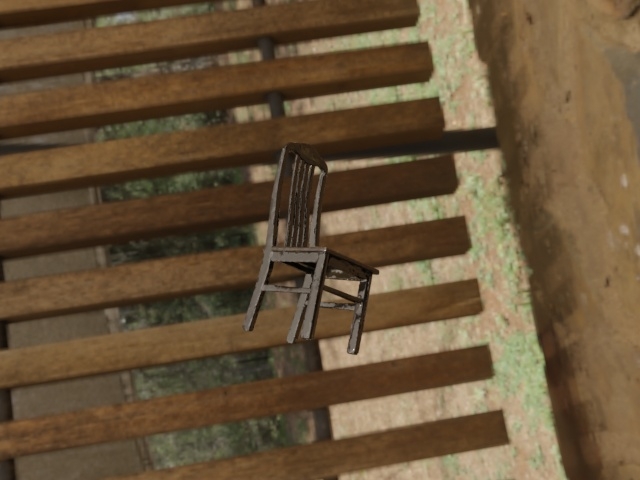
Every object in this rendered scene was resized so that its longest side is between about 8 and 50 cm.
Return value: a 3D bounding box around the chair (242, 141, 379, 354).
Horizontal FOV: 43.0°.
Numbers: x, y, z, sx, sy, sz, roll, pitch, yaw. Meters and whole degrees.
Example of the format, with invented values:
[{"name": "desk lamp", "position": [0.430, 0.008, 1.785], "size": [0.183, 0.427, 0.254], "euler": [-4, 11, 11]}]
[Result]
[{"name": "chair", "position": [0.000, 0.000, 0.831], "size": [0.084, 0.101, 0.213], "euler": [24, -106, -46]}]
